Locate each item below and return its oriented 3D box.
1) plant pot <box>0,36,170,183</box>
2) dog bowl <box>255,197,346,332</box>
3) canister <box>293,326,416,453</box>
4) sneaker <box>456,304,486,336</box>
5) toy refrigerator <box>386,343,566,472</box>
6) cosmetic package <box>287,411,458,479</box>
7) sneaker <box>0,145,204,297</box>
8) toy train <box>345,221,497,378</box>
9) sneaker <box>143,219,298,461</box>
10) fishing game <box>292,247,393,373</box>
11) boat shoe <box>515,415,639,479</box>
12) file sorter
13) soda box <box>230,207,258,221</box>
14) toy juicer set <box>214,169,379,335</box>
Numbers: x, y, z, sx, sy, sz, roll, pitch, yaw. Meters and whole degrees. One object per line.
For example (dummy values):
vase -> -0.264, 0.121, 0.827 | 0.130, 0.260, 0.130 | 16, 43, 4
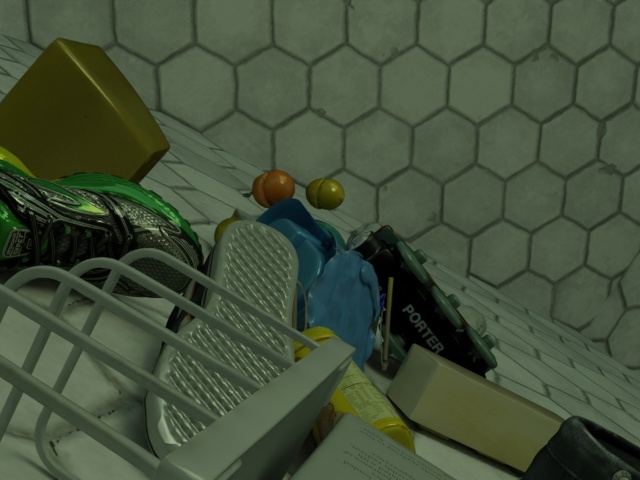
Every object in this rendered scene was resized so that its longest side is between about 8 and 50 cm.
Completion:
plant pot -> -0.340, -0.139, 1.207 | 0.187, 0.212, 0.212 | 43, 7, -6
dog bowl -> -0.038, 0.045, 1.271 | 0.074, 0.166, 0.297 | 39, 3, -28
canister -> 0.026, 0.180, 0.838 | 0.170, 0.073, 0.126 | 46, -27, 54
sneaker -> 0.256, 0.198, 1.594 | 0.123, 0.106, 0.290 | 45, 22, 26
toy refrigerator -> 0.235, 0.252, 1.200 | 0.270, 0.094, 0.102 | 28, 2, -18
cosmetic package -> 0.024, 0.218, 0.488 | 0.151, 0.151, 0.184 | 31, 8, 11
sneaker -> -0.287, -0.003, 0.883 | 0.344, 0.134, 0.146 | 17, 20, -21
toy train -> 0.152, 0.114, 1.343 | 0.334, 0.142, 0.190 | 51, 8, -11
sneaker -> -0.095, 0.120, 0.812 | 0.126, 0.127, 0.321 | 27, 34, -9
fishing game -> 0.025, 0.103, 1.120 | 0.041, 0.189, 0.264 | 3, 3, 32
boat shoe -> 0.256, 0.191, 0.517 | 0.301, 0.102, 0.108 | 26, 11, -10
file sorter -> -0.124, 0.119, 0.444 | 0.173, 0.192, 0.278 | 29, 8, 10
soda box -> -0.072, 0.024, 1.544 | 0.216, 0.069, 0.074 | 26, 9, -20
toy juicer set -> 0.000, 0.000, 1.452 | 0.329, 0.209, 0.089 | 29, 11, -9
